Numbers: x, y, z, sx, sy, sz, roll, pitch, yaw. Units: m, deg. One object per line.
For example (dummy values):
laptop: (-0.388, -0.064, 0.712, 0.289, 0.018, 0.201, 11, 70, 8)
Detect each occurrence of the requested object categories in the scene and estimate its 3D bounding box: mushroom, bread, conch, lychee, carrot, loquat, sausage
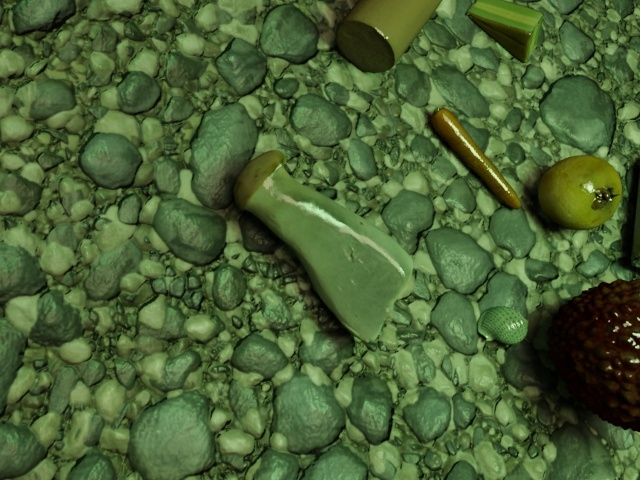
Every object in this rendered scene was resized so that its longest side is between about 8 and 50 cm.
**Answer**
mushroom: (0.000, 0.000, 1.170, 0.329, 0.122, 0.159, 40, 56, -9)
bread: (0.366, -0.428, 1.493, 0.139, 0.084, 0.074, 23, 66, 17)
conch: (0.325, 0.147, 1.309, 0.085, 0.056, 0.076, -10, 68, -26)
lychee: (0.539, 0.196, 1.267, 0.300, 0.264, 0.264, 17, 69, 7)
carrot: (0.290, -0.150, 1.375, 0.248, 0.043, 0.043, 47, 64, -8)
loquat: (0.484, -0.089, 1.387, 0.163, 0.163, 0.137, -8, 111, -25)
sausage: (0.140, -0.423, 1.335, 0.123, 0.123, 0.252, 39, 65, -10)

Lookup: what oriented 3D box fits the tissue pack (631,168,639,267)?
tissue pack: (0.735, -0.033, 1.491, 0.215, 0.123, 0.256, 24, 62, -14)
